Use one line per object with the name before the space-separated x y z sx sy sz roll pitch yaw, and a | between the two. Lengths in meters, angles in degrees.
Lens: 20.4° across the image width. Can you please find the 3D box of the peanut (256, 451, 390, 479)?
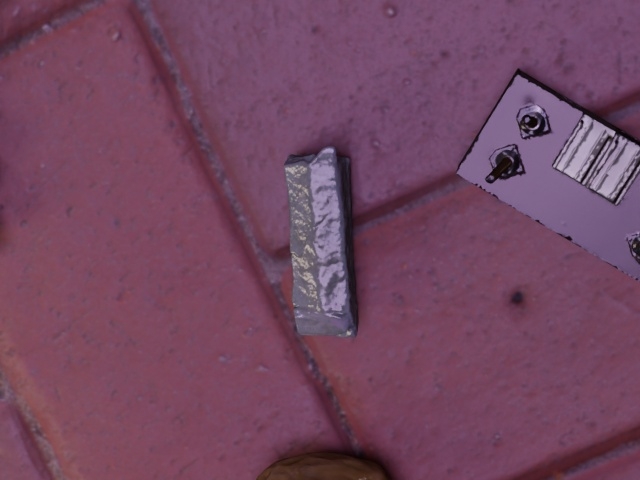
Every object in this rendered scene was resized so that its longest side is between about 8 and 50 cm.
peanut | -0.003 0.337 1.907 0.196 0.110 0.233 24 107 2

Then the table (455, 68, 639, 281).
table | 0.267 -0.054 1.773 0.240 0.111 0.121 30 105 0

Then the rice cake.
rice cake | 0.000 0.001 1.849 0.069 0.063 0.206 -3 102 15
